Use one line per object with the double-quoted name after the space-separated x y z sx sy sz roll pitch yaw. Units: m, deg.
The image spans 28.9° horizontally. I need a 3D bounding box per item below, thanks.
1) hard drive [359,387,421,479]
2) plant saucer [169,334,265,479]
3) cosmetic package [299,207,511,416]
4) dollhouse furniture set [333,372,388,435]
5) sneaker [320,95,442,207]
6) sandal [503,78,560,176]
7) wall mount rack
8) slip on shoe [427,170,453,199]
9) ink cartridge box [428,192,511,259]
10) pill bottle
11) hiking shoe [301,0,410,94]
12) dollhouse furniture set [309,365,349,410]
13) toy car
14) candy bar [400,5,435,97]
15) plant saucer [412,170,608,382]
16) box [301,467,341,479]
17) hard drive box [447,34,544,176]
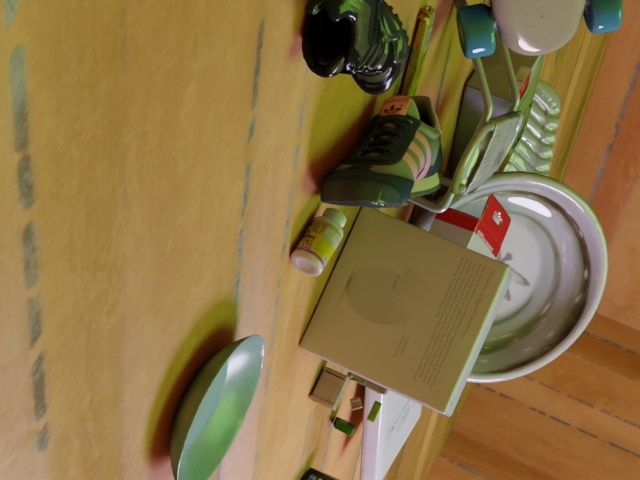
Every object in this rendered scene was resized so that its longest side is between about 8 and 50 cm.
0.143 0.260 2.329 0.233 0.047 0.353 -50 151 -47 "hard drive"
-0.123 0.187 1.379 0.195 0.037 0.195 -59 163 -30 "plant saucer"
0.126 0.102 1.765 0.224 0.224 0.138 -65 165 -5 "cosmetic package"
0.074 0.263 2.148 0.058 0.076 0.152 58 57 -88 "dollhouse furniture set"
0.077 -0.114 1.551 0.319 0.112 0.131 -31 125 -71 "sneaker"
0.379 -0.128 2.547 0.102 0.169 0.416 17 -97 64 "sandal"
0.230 -0.204 1.892 0.304 0.130 0.350 -68 166 17 "wall mount rack"
0.221 -0.090 2.175 0.051 0.041 0.135 -68 166 4 "slip on shoe"
0.217 0.036 2.007 0.231 0.078 0.134 -64 151 -9 "ink cartridge box"
0.000 0.000 1.520 0.083 0.043 0.043 -59 163 -30 "pill bottle"
0.023 -0.205 1.254 0.114 0.086 0.227 -48 155 -15 "hiking shoe"
0.088 0.184 1.880 0.182 0.160 0.101 -65 165 -11 "dollhouse furniture set"
0.281 -0.400 1.724 0.210 0.219 0.238 78 1 -48 "toy car"
0.128 -0.239 1.663 0.040 0.018 0.162 -54 161 -51 "candy bar"
0.305 0.055 2.197 0.100 0.400 0.401 -122 -132 -64 "plant saucer"
-0.072 0.580 2.086 0.322 0.079 0.257 -51 160 -47 "box"
0.311 -0.232 2.188 0.181 0.089 0.232 -57 162 -34 "hard drive box"
